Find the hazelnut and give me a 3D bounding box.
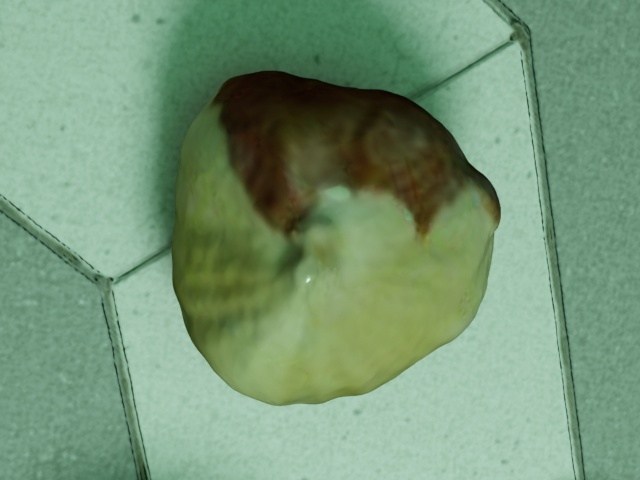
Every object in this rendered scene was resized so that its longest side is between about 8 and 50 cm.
[{"bbox_3d":[0.000,0.000,1.301,0.261,0.241,0.261,-2,102,-8],"label":"hazelnut"}]
